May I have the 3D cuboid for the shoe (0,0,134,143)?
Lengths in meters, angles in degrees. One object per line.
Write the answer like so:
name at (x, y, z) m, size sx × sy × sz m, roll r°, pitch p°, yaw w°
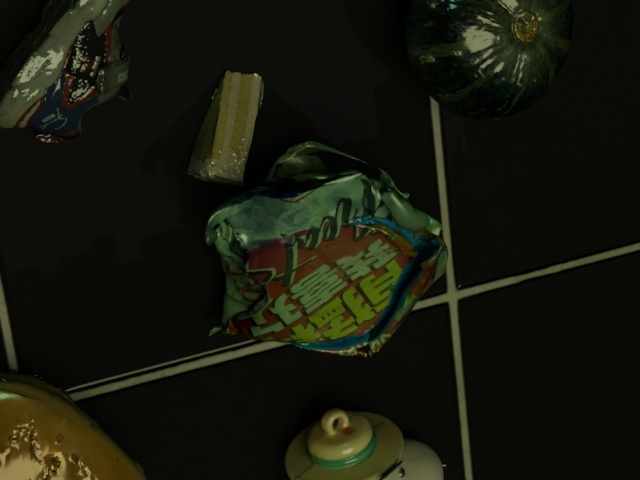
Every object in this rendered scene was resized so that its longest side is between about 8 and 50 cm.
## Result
shoe at (-0.221, -0.181, 1.948) m, size 0.125 × 0.099 × 0.227 m, roll 36°, pitch 99°, yaw -21°

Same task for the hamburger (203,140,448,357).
hamburger at (0.004, -0.007, 2.093) m, size 0.260 × 0.150 × 0.276 m, roll -6°, pitch 140°, yaw -5°

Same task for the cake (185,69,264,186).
cake at (-0.098, -0.118, 2.068) m, size 0.052 × 0.065 × 0.121 m, roll 16°, pitch 79°, yaw -24°

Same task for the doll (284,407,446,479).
doll at (0.035, 0.328, 2.231) m, size 0.208 × 0.144 × 0.271 m, roll 19°, pitch 98°, yaw -37°

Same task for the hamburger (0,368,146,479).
hamburger at (-0.342, 0.292, 2.056) m, size 0.304 × 0.174 × 0.284 m, roll -46°, pitch 108°, yaw -8°

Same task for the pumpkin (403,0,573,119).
pumpkin at (0.176, -0.219, 2.070) m, size 0.190 × 0.146 × 0.190 m, roll -7°, pitch 110°, yaw -19°
